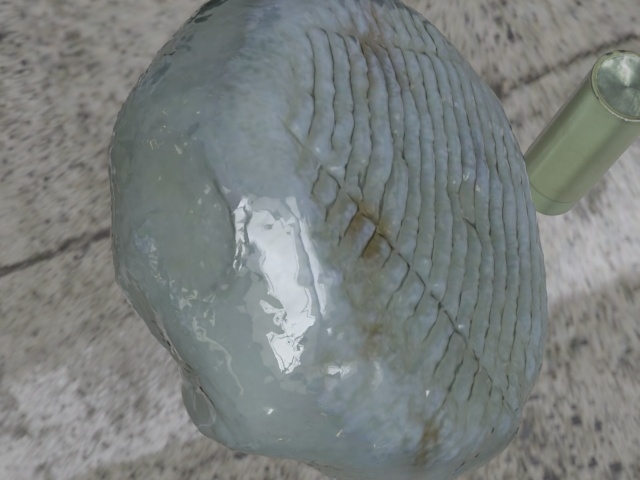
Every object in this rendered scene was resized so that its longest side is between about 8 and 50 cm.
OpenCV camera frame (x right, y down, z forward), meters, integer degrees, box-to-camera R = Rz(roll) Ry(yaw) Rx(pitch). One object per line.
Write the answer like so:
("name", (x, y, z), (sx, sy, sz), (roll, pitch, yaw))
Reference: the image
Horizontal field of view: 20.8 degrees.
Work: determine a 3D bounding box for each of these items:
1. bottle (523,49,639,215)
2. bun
("bottle", (0.241, -0.094, 1.584), (0.072, 0.201, 0.072), (6, 65, -13))
("bun", (-0.004, -0.003, 1.071), (0.194, 0.354, 0.354), (-22, 98, 30))
